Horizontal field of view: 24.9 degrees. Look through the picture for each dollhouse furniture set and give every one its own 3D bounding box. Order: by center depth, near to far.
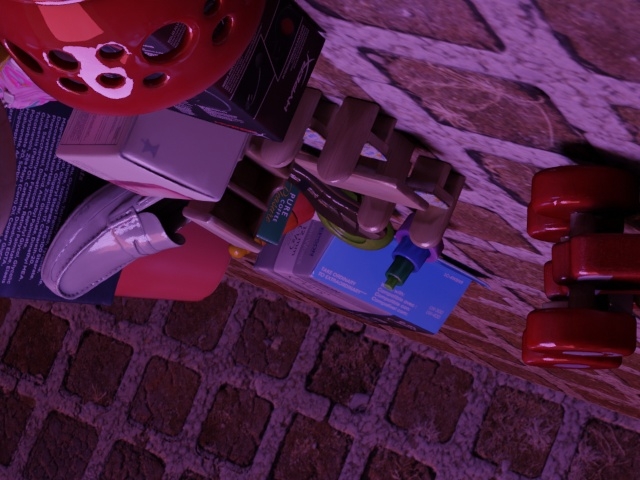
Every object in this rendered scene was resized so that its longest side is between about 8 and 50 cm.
[{"bbox_3d":[-0.005,-0.056,1.593,0.242,0.161,0.212,17,171,36],"label":"dollhouse furniture set"}]

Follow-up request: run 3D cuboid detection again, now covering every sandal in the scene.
[{"bbox_3d":[0.004,-0.079,1.837,0.219,0.060,0.090,38,164,-8],"label":"sandal"}]

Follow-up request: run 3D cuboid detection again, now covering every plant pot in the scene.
[{"bbox_3d":[-0.142,-0.200,0.934,0.191,0.191,0.174,20,164,18],"label":"plant pot"},{"bbox_3d":[-0.287,-0.018,2.388,0.243,0.275,0.275,17,176,-27],"label":"plant pot"}]

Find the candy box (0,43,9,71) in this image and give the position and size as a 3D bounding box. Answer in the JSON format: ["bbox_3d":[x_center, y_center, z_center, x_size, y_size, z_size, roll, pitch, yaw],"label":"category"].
[{"bbox_3d":[-0.411,-0.255,1.532,0.206,0.027,0.105,50,161,-7],"label":"candy box"}]

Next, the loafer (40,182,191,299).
[{"bbox_3d":[-0.223,-0.029,1.839,0.111,0.319,0.112,54,-168,29],"label":"loafer"}]

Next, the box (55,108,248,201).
[{"bbox_3d":[-0.180,-0.134,1.607,0.127,0.149,0.232,26,172,-26],"label":"box"}]

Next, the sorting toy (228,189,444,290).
[{"bbox_3d":[0.000,0.000,2.005,0.365,0.126,0.127,16,150,40],"label":"sorting toy"}]

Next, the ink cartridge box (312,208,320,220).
[{"bbox_3d":[0.013,-0.045,2.121,0.115,0.029,0.063,14,168,42],"label":"ink cartridge box"}]

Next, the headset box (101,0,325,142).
[{"bbox_3d":[-0.161,-0.204,1.211,0.218,0.110,0.293,18,171,30],"label":"headset box"}]

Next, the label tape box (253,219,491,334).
[{"bbox_3d":[0.076,0.055,2.324,0.249,0.115,0.347,26,173,-24],"label":"label tape box"}]

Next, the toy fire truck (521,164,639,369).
[{"bbox_3d":[0.324,0.036,1.383,0.254,0.169,0.302,3,171,7],"label":"toy fire truck"}]

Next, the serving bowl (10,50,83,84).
[{"bbox_3d":[-0.222,-0.148,1.241,0.083,0.027,0.083,23,174,3],"label":"serving bowl"}]

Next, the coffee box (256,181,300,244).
[{"bbox_3d":[-0.119,-0.078,1.957,0.184,0.113,0.040,24,171,-23],"label":"coffee box"}]

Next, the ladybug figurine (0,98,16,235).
[{"bbox_3d":[-0.495,-0.128,1.438,0.449,0.305,0.162,40,165,24],"label":"ladybug figurine"}]

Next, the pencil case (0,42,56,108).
[{"bbox_3d":[-0.290,-0.200,1.580,0.124,0.124,0.284,26,171,-27],"label":"pencil case"}]

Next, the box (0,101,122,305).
[{"bbox_3d":[-0.558,-0.119,1.926,0.480,0.297,0.472,17,-176,28],"label":"box"}]
